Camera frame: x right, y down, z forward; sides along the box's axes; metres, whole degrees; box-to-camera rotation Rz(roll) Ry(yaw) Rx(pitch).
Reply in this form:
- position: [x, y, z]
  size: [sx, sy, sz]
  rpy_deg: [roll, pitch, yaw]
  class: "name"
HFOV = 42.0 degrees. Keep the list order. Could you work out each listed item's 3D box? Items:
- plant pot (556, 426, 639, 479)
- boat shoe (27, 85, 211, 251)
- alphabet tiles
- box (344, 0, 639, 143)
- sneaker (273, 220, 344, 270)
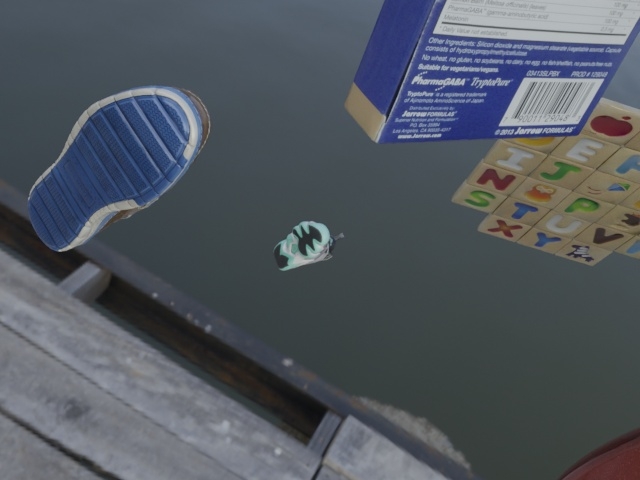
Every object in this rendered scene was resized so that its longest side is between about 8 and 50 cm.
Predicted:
- position: [0.336, 0.231, 0.575]
  size: [0.267, 0.236, 0.267]
  rpy_deg: [-12, 54, 0]
  class: "plant pot"
- position: [-0.123, -0.053, 0.535]
  size: [0.066, 0.183, 0.066]
  rpy_deg: [-34, 97, -47]
  class: "boat shoe"
- position: [0.326, -0.053, 0.986]
  size: [0.285, 0.342, 0.011]
  rpy_deg: [17, 66, -5]
  class: "alphabet tiles"
- position: [0.107, -0.141, 0.345]
  size: [0.136, 0.225, 0.036]
  rpy_deg: [-6, 46, -33]
  class: "box"
- position: [0.000, 0.000, 0.868]
  size: [0.069, 0.098, 0.038]
  rpy_deg: [-12, 82, -33]
  class: "sneaker"
